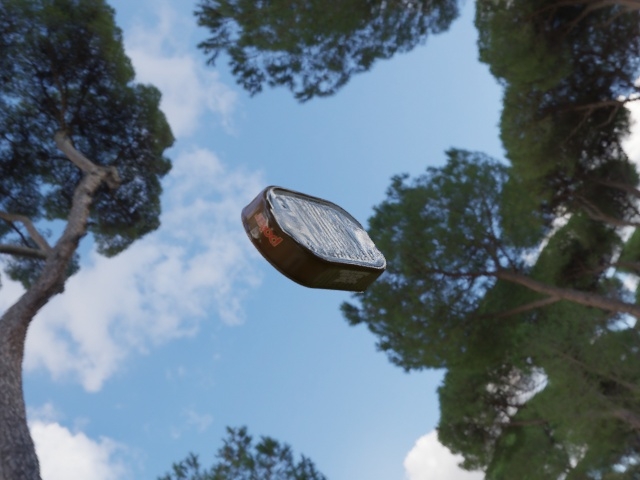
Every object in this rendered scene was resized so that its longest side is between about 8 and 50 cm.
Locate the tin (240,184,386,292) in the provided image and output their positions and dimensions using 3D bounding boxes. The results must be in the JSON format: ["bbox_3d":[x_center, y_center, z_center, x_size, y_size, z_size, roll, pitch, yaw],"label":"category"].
[{"bbox_3d":[0.000,0.000,0.656,0.040,0.106,0.190,-41,-25,22],"label":"tin"}]
